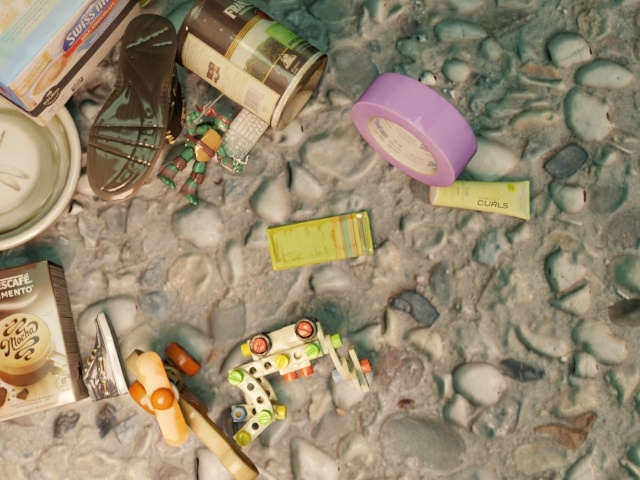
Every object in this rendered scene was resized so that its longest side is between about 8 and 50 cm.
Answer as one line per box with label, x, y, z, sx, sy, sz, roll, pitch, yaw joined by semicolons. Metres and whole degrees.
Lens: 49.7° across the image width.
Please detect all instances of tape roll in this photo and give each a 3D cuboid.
tape roll;0.201;-0.236;1.500;0.274;0.275;0.090;37;80;0

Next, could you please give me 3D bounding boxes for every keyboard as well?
keyboard;-0.156;-0.278;1.603;0.072;0.014;0.256;36;80;0

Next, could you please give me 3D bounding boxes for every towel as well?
towel;0.000;0.000;1.575;0.237;0.021;0.102;-10;82;-7

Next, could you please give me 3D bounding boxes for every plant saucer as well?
plant saucer;-0.711;-0.168;1.488;0.400;0.100;0.401;1;82;-6

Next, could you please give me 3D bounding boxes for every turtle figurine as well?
turtle figurine;-0.250;-0.202;1.527;0.175;0.118;0.234;37;87;-29

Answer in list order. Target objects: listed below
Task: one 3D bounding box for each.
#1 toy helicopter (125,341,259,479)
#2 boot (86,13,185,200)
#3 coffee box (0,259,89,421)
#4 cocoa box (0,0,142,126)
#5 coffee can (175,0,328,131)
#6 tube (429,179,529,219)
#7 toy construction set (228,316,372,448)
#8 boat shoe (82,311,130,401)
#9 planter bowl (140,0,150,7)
toy helicopter;-0.255;0.339;1.360;0.355;0.235;0.140;41;80;19
boot;-0.368;-0.239;1.438;0.138;0.284;0.378;9;80;-5
coffee box;-0.605;0.205;1.435;0.168;0.119;0.297;-14;84;-7
cocoa box;-0.564;-0.455;1.382;0.231;0.228;0.347;37;78;1
coffee can;-0.151;-0.398;1.518;0.275;0.201;0.202;35;80;3
tube;0.376;-0.105;1.611;0.240;0.062;0.070;5;122;-10
toy construction set;-0.053;0.284;1.462;0.327;0.151;0.215;-18;84;-8
boat shoe;-0.470;0.249;1.469;0.083;0.065;0.184;-16;84;-8
planter bowl;-0.465;-0.595;1.578;0.217;0.090;0.217;1;83;-5
